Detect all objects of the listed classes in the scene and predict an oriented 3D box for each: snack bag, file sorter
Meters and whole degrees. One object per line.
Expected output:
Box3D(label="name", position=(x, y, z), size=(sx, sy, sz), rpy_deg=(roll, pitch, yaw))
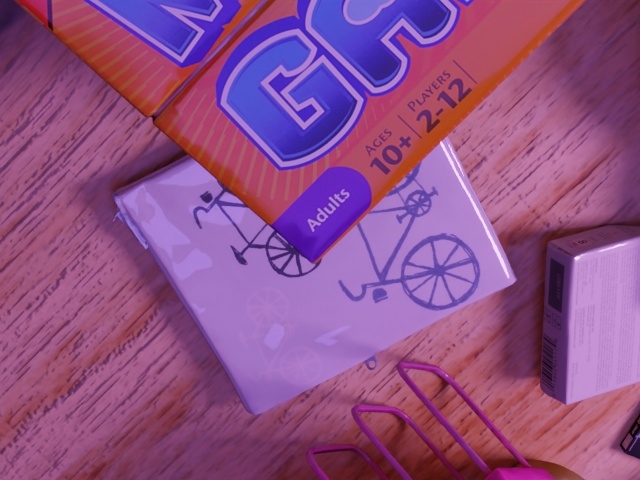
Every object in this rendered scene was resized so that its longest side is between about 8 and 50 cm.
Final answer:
Box3D(label="snack bag", position=(0.000, 0.000, 1.613), size=(0.342, 0.037, 0.323), rpy_deg=(-29, 116, 3))
Box3D(label="file sorter", position=(0.067, 0.290, 1.652), size=(0.291, 0.182, 0.202), rpy_deg=(-45, 159, 10))

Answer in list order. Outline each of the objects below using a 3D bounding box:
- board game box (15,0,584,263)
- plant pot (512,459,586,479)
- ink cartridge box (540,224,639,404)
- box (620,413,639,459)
Box3D(label="board game box", position=(-0.024, -0.272, 1.286), size=(0.356, 0.356, 0.356), rpy_deg=(41, 101, -19))
Box3D(label="plant pot", position=(0.255, 0.309, 1.773), size=(0.134, 0.095, 0.134), rpy_deg=(-4, 115, -9))
Box3D(label="ink cartridge box", position=(0.357, 0.069, 1.719), size=(0.232, 0.066, 0.189), rpy_deg=(-15, 118, -27))
Box3D(label="box", position=(0.403, 0.224, 1.805), size=(0.067, 0.018, 0.083), rpy_deg=(23, 108, -19))
